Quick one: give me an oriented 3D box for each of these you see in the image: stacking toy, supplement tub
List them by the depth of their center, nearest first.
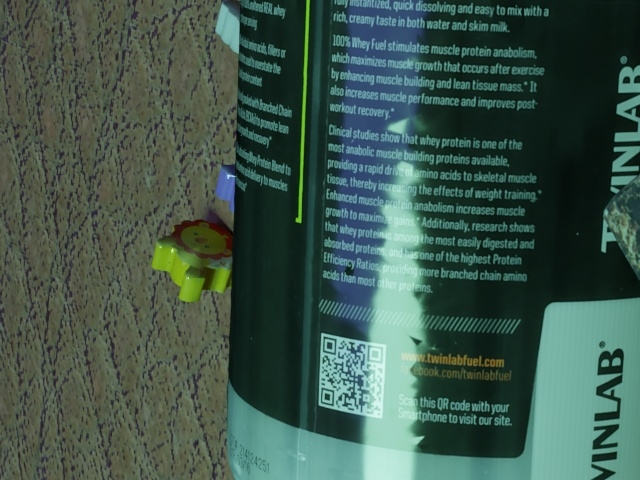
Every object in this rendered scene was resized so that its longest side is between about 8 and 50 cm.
[{"bbox_3d":[0.064,-0.050,0.702,0.193,0.193,0.316,18,110,52],"label":"supplement tub"},{"bbox_3d":[0.000,0.000,0.926,0.221,0.052,0.167,47,132,38],"label":"stacking toy"}]

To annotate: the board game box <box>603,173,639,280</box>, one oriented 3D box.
[{"bbox_3d":[0.252,0.046,0.454,0.232,0.141,0.291,-42,60,31],"label":"board game box"}]
